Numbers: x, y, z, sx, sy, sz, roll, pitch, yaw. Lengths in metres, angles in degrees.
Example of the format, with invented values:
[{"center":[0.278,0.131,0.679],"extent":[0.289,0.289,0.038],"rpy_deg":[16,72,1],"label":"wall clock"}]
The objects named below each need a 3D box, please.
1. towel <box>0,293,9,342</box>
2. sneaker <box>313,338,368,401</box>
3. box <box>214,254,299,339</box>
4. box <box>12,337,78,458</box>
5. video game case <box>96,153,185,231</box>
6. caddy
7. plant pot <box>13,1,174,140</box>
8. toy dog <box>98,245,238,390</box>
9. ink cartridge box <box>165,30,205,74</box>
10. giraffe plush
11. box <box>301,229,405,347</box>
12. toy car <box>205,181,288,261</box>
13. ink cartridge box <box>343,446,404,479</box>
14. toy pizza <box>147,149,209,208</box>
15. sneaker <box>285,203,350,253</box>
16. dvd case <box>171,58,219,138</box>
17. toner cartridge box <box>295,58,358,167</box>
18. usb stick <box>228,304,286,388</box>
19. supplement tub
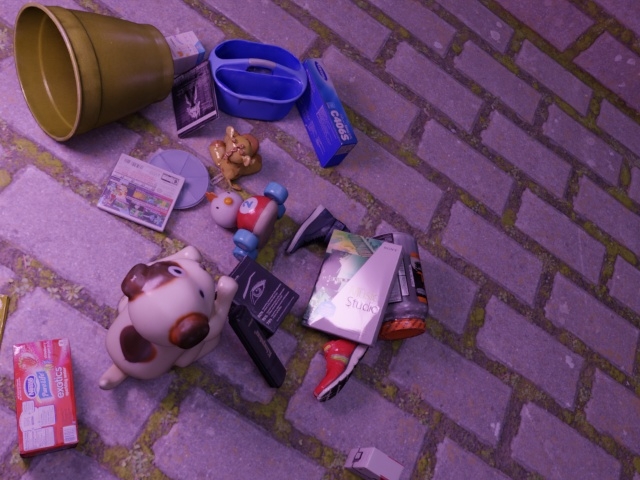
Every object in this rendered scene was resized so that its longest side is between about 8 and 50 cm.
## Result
[{"center":[-0.845,0.243,1.478],"extent":[0.102,0.021,0.237],"rpy_deg":[9,63,-22],"label":"towel"},{"center":[0.048,0.367,1.812],"extent":[0.118,0.107,0.279],"rpy_deg":[32,52,13],"label":"sneaker"},{"center":[-0.194,0.172,1.765],"extent":[0.207,0.108,0.153],"rpy_deg":[39,57,-4],"label":"box"},{"center":[-0.663,0.377,1.440],"extent":[0.128,0.122,0.257],"rpy_deg":[-4,69,-27],"label":"box"},{"center":[-0.530,-0.142,1.778],"extent":[0.201,0.023,0.184],"rpy_deg":[22,69,-10],"label":"video game case"},{"center":[-0.217,-0.554,2.038],"extent":[0.341,0.179,0.241],"rpy_deg":[3,65,-20],"label":"caddy"},{"center":[-0.638,-0.506,1.755],"extent":[0.353,0.366,0.367],"rpy_deg":[-24,79,-43],"label":"plant pot"},{"center":[-0.397,0.177,1.488],"extent":[0.395,0.408,0.285],"rpy_deg":[-34,84,-33],"label":"toy dog"},{"center":[-0.478,-0.626,2.011],"extent":[0.143,0.090,0.092],"rpy_deg":[-29,81,-33],"label":"ink cartridge box"},{"center":[-0.264,-0.281,1.903],"extent":[0.181,0.170,0.210],"rpy_deg":[34,57,-8],"label":"giraffe plush"},{"center":[0.101,0.141,1.832],"extent":[0.232,0.058,0.322],"rpy_deg":[14,73,20],"label":"box"},{"center":[-0.254,-0.089,1.817],"extent":[0.237,0.210,0.219],"rpy_deg":[28,67,4],"label":"toy car"},{"center":[0.148,0.637,1.686],"extent":[0.109,0.150,0.063],"rpy_deg":[33,61,-8],"label":"ink cartridge box"},{"center":[-0.445,-0.188,1.856],"extent":[0.201,0.032,0.201],"rpy_deg":[7,68,-18],"label":"toy pizza"},{"center":[0.001,-0.001,1.949],"extent":[0.163,0.086,0.226],"rpy_deg":[41,56,0],"label":"sneaker"},{"center":[-0.409,-0.459,1.937],"extent":[0.018,0.164,0.221],"rpy_deg":[23,50,-58],"label":"dvd case"},{"center":[0.005,-0.449,2.112],"extent":[0.075,0.165,0.348],"rpy_deg":[-13,74,-31],"label":"toner cartridge box"},{"center":[-0.172,0.300,1.674],"extent":[0.278,0.045,0.077],"rpy_deg":[63,37,-27],"label":"usb stick"},{"center":[0.239,0.149,1.928],"extent":[0.193,0.193,0.316],"rpy_deg":[4,67,-24],"label":"supplement tub"}]
